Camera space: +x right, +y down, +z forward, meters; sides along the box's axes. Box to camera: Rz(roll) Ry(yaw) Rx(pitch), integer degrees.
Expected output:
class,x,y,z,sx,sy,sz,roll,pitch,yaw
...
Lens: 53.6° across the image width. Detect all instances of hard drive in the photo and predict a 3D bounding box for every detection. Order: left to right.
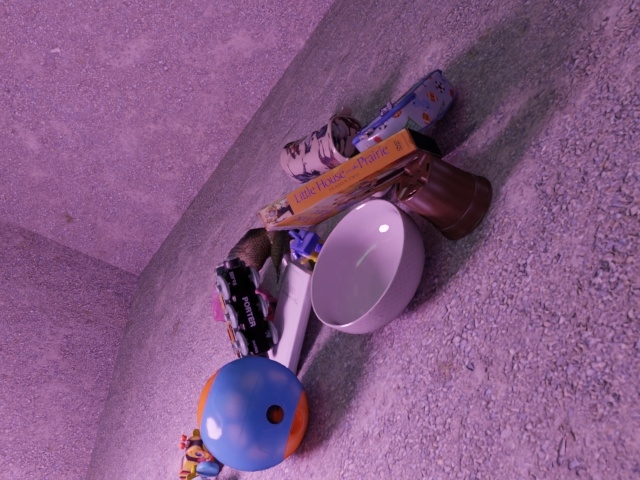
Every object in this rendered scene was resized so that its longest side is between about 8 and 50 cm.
class,x,y,z,sx,sy,sz,roll,pitch,yaw
hard drive,-0.089,0.228,1.897,0.203,0.040,0.308,-152,74,-66

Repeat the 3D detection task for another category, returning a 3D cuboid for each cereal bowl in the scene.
class,x,y,z,sx,sy,sz,roll,pitch,yaw
cereal bowl,0.133,0.076,1.552,0.339,0.141,0.339,-37,39,37

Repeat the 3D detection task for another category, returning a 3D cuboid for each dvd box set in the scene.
class,x,y,z,sx,sy,sz,roll,pitch,yaw
dvd box set,0.085,-0.145,1.602,0.420,0.062,0.307,-27,-7,20

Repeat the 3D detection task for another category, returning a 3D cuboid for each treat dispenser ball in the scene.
class,x,y,z,sx,sy,sz,roll,pitch,yaw
treat dispenser ball,-0.174,0.445,1.637,0.288,0.288,0.288,-46,29,35

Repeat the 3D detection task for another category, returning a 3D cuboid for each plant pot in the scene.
class,x,y,z,sx,sy,sz,roll,pitch,yaw
plant pot,0.272,-0.109,1.448,0.167,0.165,0.167,-47,28,34

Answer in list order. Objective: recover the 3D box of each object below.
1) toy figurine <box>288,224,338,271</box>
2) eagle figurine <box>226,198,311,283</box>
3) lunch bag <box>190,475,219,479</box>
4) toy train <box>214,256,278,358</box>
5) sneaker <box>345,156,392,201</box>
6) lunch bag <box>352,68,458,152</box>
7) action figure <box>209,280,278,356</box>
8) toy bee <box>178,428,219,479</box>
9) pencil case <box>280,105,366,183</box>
class,x,y,z,sx,sy,sz,roll,pitch,yaw
toy figurine,0.000,0.000,1.829,0.191,0.217,0.362,-64,24,-2
eagle figurine,-0.155,0.024,2.090,0.298,0.225,0.226,-33,-28,-53
lunch bag,-0.359,0.838,1.815,0.224,0.108,0.279,-40,38,29
toy train,-0.239,0.211,1.929,0.190,0.142,0.334,-8,101,66
sneaker,0.131,-0.163,1.889,0.292,0.110,0.118,-121,51,-70
lunch bag,0.221,-0.326,1.702,0.243,0.115,0.303,-31,8,46
action figure,-0.228,0.230,2.181,0.370,0.275,0.248,18,114,49
toy bee,-0.386,0.664,2.003,0.298,0.162,0.195,-58,23,13
pencil case,0.004,-0.321,2.222,0.410,0.160,0.184,-14,62,60
